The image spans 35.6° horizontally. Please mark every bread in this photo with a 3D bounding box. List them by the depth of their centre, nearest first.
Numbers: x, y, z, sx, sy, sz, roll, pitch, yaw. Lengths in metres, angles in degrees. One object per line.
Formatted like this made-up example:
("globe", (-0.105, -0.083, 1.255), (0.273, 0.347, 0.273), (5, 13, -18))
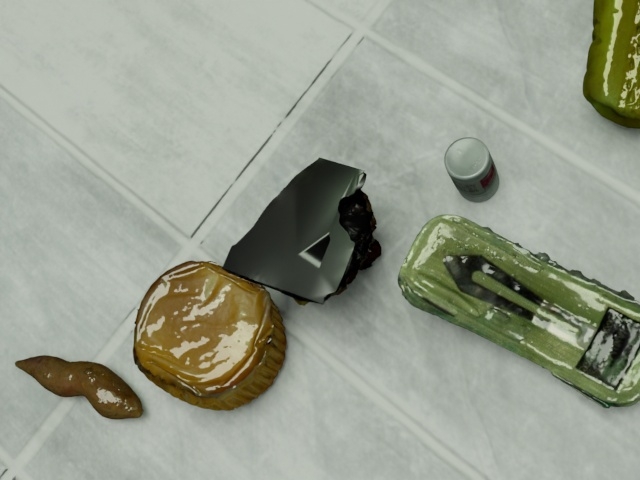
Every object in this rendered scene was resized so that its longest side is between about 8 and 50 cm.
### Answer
("bread", (0.425, -0.329, 1.241), (0.166, 0.112, 0.383), (5, 91, 14))
("bread", (-0.143, 0.129, 1.319), (0.199, 0.104, 0.199), (-5, 69, 13))

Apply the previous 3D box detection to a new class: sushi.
("sushi", (0.000, 0.000, 1.283), (0.153, 0.150, 0.172), (18, 80, 23))

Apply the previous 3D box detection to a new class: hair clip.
("hair clip", (0.254, 0.082, 1.209), (0.321, 0.091, 0.138), (29, 84, 14))

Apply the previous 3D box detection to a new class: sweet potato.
("sweet potato", (-0.336, 0.195, 1.389), (0.218, 0.051, 0.065), (18, 82, 23))

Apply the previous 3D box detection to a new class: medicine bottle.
("medicine bottle", (0.195, -0.090, 1.279), (0.058, 0.091, 0.058), (-6, 71, 17))
